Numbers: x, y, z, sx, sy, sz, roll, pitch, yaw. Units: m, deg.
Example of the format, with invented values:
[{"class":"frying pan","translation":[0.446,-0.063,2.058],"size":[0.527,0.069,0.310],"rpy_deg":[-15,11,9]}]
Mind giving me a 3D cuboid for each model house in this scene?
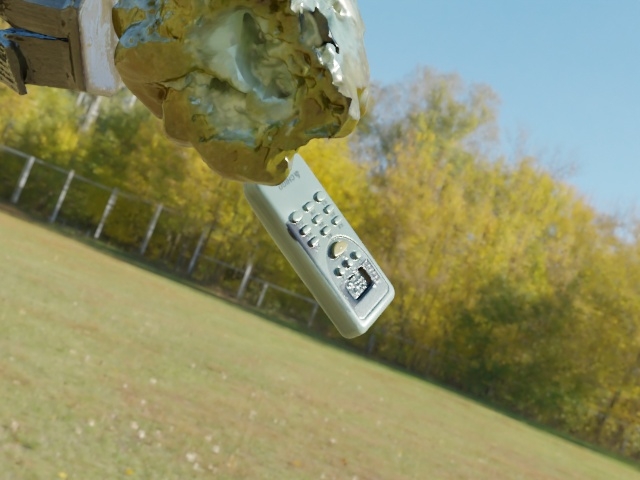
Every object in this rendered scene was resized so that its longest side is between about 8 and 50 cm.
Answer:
[{"class":"model house","translation":[-0.389,-0.290,1.263],"size":[0.188,0.122,0.229],"rpy_deg":[4,-42,-3]}]

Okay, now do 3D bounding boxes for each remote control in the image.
[{"class":"remote control","translation":[0.000,0.000,1.366],"size":[0.056,0.140,0.296],"rpy_deg":[-29,-81,39]}]

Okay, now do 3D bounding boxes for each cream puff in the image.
[{"class":"cream puff","translation":[-0.093,-0.249,1.044],"size":[0.269,0.274,0.323],"rpy_deg":[-9,-52,26]}]
